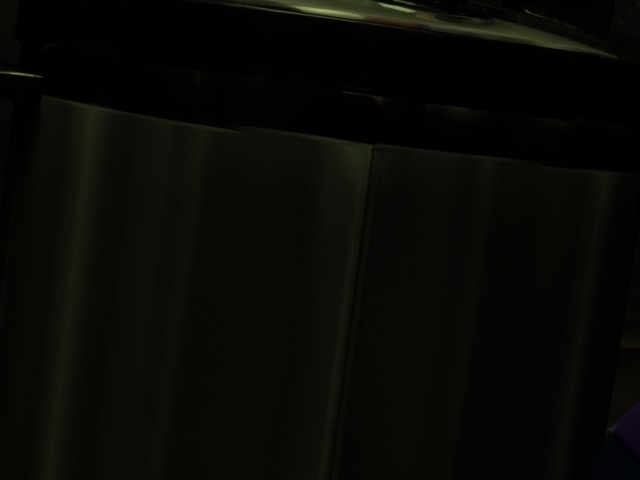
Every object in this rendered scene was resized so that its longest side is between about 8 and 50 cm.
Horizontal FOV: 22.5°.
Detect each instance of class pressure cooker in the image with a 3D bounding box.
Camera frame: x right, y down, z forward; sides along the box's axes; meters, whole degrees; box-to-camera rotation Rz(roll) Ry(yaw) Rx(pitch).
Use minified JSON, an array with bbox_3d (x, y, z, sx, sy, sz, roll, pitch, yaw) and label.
[{"bbox_3d":[0.003,0.001,0.923,0.375,0.420,0.370,11,8,29],"label":"pressure cooker"}]

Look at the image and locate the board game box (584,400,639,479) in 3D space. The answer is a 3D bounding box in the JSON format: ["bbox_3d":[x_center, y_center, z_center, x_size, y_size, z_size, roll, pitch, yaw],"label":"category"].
[{"bbox_3d":[0.202,0.173,0.632,0.233,0.078,0.347,48,-10,17],"label":"board game box"}]
